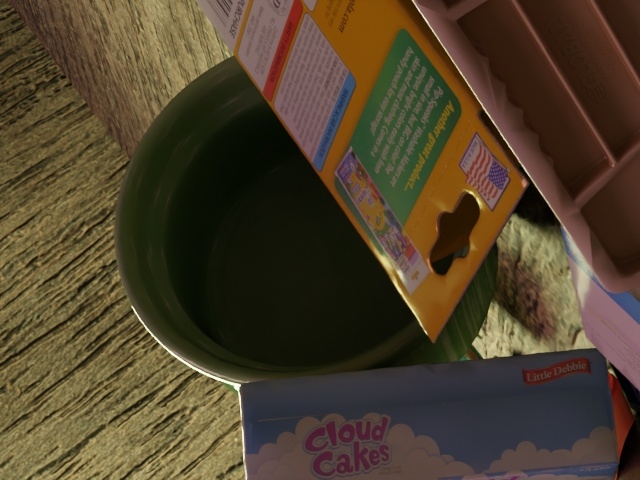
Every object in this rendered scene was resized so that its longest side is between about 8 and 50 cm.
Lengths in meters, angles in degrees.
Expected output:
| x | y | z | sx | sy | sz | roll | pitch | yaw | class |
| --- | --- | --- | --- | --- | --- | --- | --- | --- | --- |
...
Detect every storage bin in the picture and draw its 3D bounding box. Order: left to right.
| x | y | z | sx | sy | sz | roll | pitch | yaw | class |
| --- | --- | --- | --- | --- | --- | --- | --- | --- | --- |
| 0.088 | -0.149 | 0.822 | 0.260 | 0.123 | 0.262 | 52 | -172 | -38 | storage bin |

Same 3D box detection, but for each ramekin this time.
| x | y | z | sx | sy | sz | roll | pitch | yaw | class |
| --- | --- | --- | --- | --- | --- | --- | --- | --- | --- |
| 0.000 | 0.000 | 1.456 | 0.303 | 0.303 | 0.148 | 49 | 175 | 28 | ramekin |

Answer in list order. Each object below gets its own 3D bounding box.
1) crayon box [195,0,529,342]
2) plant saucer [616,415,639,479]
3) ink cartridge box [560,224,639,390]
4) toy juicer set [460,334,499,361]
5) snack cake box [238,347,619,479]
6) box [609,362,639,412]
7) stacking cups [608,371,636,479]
| x | y | z | sx | sy | sz | roll | pitch | yaw | class |
| --- | --- | --- | --- | --- | --- | --- | --- | --- | --- |
| 0.042 | -0.121 | 1.173 | 0.323 | 0.083 | 0.203 | 56 | 152 | 20 | crayon box |
| 0.304 | 0.270 | 1.319 | 0.311 | 0.050 | 0.310 | 53 | -170 | -14 | plant saucer |
| 0.219 | 0.033 | 1.125 | 0.090 | 0.092 | 0.143 | 47 | 166 | 37 | ink cartridge box |
| 0.088 | 0.060 | 1.671 | 0.209 | 0.089 | 0.329 | 51 | -172 | 31 | toy juicer set |
| 0.082 | 0.149 | 1.331 | 0.152 | 0.264 | 0.089 | 68 | -164 | -73 | snack cake box |
| 0.260 | 0.095 | 1.223 | 0.054 | 0.059 | 0.169 | 63 | 168 | -14 | box |
| 0.278 | 0.246 | 1.555 | 0.096 | 0.096 | 0.316 | 39 | 158 | 55 | stacking cups |
